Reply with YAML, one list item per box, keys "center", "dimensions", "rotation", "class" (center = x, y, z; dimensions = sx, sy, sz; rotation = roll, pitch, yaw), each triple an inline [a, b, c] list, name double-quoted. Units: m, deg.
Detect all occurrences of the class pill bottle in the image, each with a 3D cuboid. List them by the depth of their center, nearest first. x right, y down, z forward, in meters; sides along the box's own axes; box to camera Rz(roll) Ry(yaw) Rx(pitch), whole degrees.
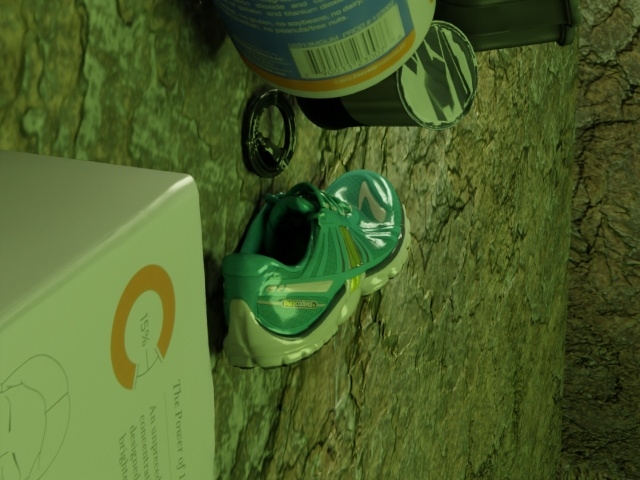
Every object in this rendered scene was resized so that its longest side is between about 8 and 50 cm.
- center: [-0.021, -0.223, 0.742]
  dimensions: [0.272, 0.152, 0.152]
  rotation: [63, 40, -58]
  class: "pill bottle"

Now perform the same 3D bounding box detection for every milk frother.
- center: [0.024, -0.107, 0.926]
  dimensions: [0.129, 0.134, 0.143]
  rotation: [21, 82, -35]
  class: "milk frother"

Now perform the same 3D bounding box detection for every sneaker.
- center: [0.000, 0.000, 0.988]
  dimensions: [0.275, 0.107, 0.110]
  rotation: [-50, 135, -55]
  class: "sneaker"

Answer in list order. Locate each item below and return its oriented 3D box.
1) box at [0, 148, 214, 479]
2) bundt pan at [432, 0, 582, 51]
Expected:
- center: [-0.188, 0.122, 0.416]
  dimensions: [0.345, 0.168, 0.215]
  rotation: [-45, 140, -58]
  class: "box"
- center: [0.101, -0.301, 0.958]
  dimensions: [0.331, 0.124, 0.331]
  rotation: [-15, 90, -86]
  class: "bundt pan"
